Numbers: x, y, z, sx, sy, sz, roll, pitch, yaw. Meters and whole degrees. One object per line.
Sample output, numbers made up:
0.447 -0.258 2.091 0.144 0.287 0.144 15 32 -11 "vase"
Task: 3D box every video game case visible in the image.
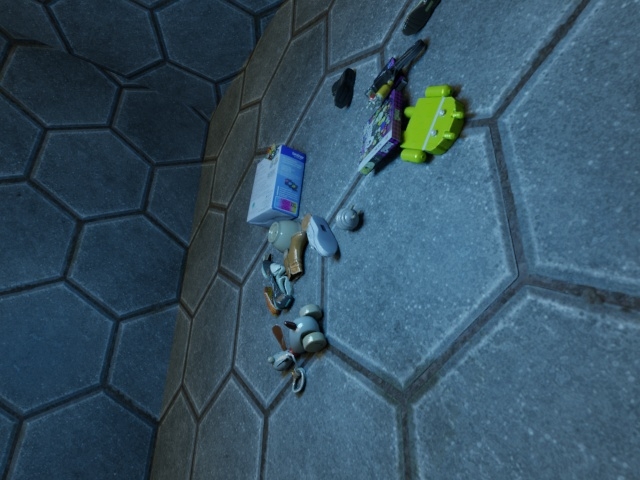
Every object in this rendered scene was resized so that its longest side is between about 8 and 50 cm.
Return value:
0.208 -0.374 1.488 0.210 0.041 0.232 -42 32 53 "video game case"

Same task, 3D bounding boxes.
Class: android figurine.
0.335 -0.354 1.310 0.273 0.056 0.248 36 106 61 "android figurine"

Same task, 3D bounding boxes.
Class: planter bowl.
-0.169 -0.024 1.923 0.162 0.109 0.162 -36 45 47 "planter bowl"

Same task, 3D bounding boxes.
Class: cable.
0.259 -0.580 1.515 0.287 0.072 0.139 -44 15 0 "cable"

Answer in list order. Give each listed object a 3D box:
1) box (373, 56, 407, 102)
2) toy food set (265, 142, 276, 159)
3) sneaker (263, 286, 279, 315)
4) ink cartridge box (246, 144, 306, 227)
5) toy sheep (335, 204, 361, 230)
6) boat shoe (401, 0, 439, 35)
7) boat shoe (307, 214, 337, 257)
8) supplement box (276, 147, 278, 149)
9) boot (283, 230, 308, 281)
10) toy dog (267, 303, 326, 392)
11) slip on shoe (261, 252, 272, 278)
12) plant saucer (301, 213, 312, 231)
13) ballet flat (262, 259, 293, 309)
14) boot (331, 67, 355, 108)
0.258 -0.592 1.587 0.116 0.029 0.162 -46 41 37 "box"
-0.237 -0.422 2.040 0.083 0.020 0.083 -5 69 57 "toy food set"
-0.224 0.269 1.911 0.175 0.064 0.068 -117 42 -54 "sneaker"
-0.212 -0.282 2.086 0.270 0.151 0.396 -20 59 53 "ink cartridge box"
0.099 -0.079 1.529 0.132 0.091 0.091 147 135 -73 "toy sheep"
0.358 -0.815 1.513 0.190 0.068 0.072 -45 26 24 "boat shoe"
0.000 0.000 1.662 0.084 0.095 0.258 -62 21 26 "boat shoe"
-0.240 -0.469 2.346 0.062 0.036 0.098 -64 31 16 "supplement box"
-0.094 0.067 1.796 0.197 0.072 0.153 -57 34 41 "boot"
-0.115 0.378 1.569 0.334 0.160 0.220 -63 31 16 "toy dog"
-0.250 0.121 2.047 0.041 0.051 0.135 -34 40 31 "slip on shoe"
-0.062 -0.078 1.866 0.083 0.013 0.084 -34 47 46 "plant saucer"
-0.175 0.172 1.861 0.096 0.095 0.281 -45 49 24 "ballet flat"
0.082 -0.641 1.876 0.137 0.076 0.198 -18 46 60 "boot"
